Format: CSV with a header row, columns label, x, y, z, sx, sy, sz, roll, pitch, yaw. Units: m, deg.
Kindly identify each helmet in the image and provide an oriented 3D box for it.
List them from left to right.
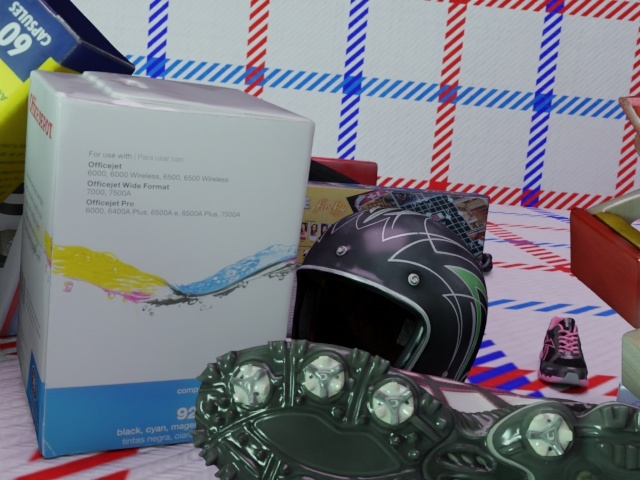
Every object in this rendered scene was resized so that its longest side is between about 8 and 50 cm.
label,x,y,z,sx,sy,sz,roll,pitch,yaw
helmet,0.059,0.053,0.641,0.169,0.162,0.169,5,9,-1

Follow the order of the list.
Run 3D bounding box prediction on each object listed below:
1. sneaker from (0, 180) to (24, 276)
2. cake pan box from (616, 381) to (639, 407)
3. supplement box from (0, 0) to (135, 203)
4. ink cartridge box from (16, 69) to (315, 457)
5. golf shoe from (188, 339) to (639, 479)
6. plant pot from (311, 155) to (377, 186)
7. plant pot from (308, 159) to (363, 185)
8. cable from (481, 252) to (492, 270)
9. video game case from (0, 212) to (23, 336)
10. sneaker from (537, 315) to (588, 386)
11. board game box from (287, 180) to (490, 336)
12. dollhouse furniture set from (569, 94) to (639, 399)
label,x,y,z,sx,sy,sz,roll,pitch,yaw
sneaker,-0.291,-0.080,0.990,0.169,0.258,0.447,5,8,-2
cake pan box,0.372,0.141,0.574,0.266,0.070,0.245,11,8,36
supplement box,-0.372,-0.108,0.673,0.194,0.356,0.195,46,4,-5
ink cartridge box,-0.124,0.004,0.562,0.168,0.233,0.171,1,17,-26
golf shoe,0.060,0.127,0.456,0.272,0.105,0.120,10,-9,6
plant pot,-0.009,-0.050,1.238,0.191,0.174,0.191,5,9,-1
plant pot,0.000,0.000,0.961,0.166,0.188,0.187,16,5,-16
cable,0.205,0.022,1.322,0.184,0.047,0.150,6,9,13
video game case,-0.173,0.000,0.781,0.285,0.204,0.025,-5,43,-49
sneaker,0.240,0.106,0.756,0.047,0.057,0.119,8,10,8
board game box,0.056,0.023,0.833,0.243,0.165,0.042,4,9,-13
dollhouse furniture set,0.242,0.022,0.457,0.152,0.201,0.374,-13,27,-9
